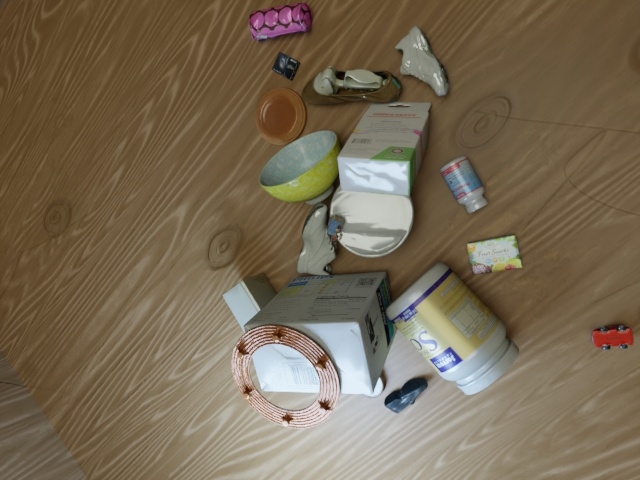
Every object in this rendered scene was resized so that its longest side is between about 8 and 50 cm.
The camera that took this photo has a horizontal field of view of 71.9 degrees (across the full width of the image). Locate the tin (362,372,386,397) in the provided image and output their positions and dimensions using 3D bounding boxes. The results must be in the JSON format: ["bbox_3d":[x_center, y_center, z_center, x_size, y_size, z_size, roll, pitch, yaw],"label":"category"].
[{"bbox_3d":[0.155,0.452,1.528,0.106,0.040,0.190,-26,86,18],"label":"tin"}]

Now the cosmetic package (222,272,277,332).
[{"bbox_3d":[-0.199,0.284,1.586,0.113,0.160,0.309,-36,83,21],"label":"cosmetic package"}]

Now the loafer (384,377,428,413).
[{"bbox_3d":[0.294,0.518,1.472,0.170,0.062,0.061,-40,103,24],"label":"loafer"}]

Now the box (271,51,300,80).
[{"bbox_3d":[-0.120,-0.604,1.529,0.083,0.018,0.067,34,108,16],"label":"box"}]

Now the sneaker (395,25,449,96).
[{"bbox_3d":[0.305,-0.522,1.339,0.115,0.090,0.232,-31,75,29],"label":"sneaker"}]

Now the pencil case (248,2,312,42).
[{"bbox_3d":[-0.135,-0.731,1.484,0.209,0.095,0.098,-1,61,24],"label":"pencil case"}]

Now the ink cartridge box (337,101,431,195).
[{"bbox_3d":[0.205,-0.287,1.318,0.207,0.353,0.119,8,134,21],"label":"ink cartridge box"}]

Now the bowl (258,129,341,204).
[{"bbox_3d":[-0.041,-0.211,1.443,0.289,0.289,0.156,-19,125,23],"label":"bowl"}]

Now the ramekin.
[{"bbox_3d":[0.174,-0.086,1.410,0.273,0.127,0.273,2,96,22],"label":"ramekin"}]

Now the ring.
[{"bbox_3d":[-0.108,0.392,1.242,0.336,0.032,0.337,6,110,18],"label":"ring"}]

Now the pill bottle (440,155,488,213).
[{"bbox_3d":[0.432,-0.165,1.317,0.087,0.087,0.160,-30,84,22],"label":"pill bottle"}]

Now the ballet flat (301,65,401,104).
[{"bbox_3d":[0.083,-0.496,1.398,0.342,0.124,0.116,10,82,22],"label":"ballet flat"}]

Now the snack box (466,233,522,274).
[{"bbox_3d":[0.522,0.043,1.330,0.141,0.037,0.100,-13,90,23],"label":"snack box"}]

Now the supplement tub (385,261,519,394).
[{"bbox_3d":[0.383,0.255,1.301,0.331,0.241,0.241,48,110,11],"label":"supplement tub"}]

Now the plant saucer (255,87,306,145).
[{"bbox_3d":[-0.145,-0.436,1.549,0.200,0.037,0.200,3,97,21],"label":"plant saucer"}]

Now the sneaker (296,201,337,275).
[{"bbox_3d":[0.000,0.000,1.482,0.129,0.111,0.297,14,131,7],"label":"sneaker"}]

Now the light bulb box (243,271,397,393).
[{"bbox_3d":[0.021,0.271,1.371,0.358,0.361,0.225,-6,105,23],"label":"light bulb box"}]

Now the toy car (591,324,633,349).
[{"bbox_3d":[0.902,0.271,1.194,0.239,0.053,0.225,-45,79,21],"label":"toy car"}]

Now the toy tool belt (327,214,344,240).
[{"bbox_3d":[0.043,-0.037,1.371,0.052,0.051,0.083,16,103,20],"label":"toy tool belt"}]
